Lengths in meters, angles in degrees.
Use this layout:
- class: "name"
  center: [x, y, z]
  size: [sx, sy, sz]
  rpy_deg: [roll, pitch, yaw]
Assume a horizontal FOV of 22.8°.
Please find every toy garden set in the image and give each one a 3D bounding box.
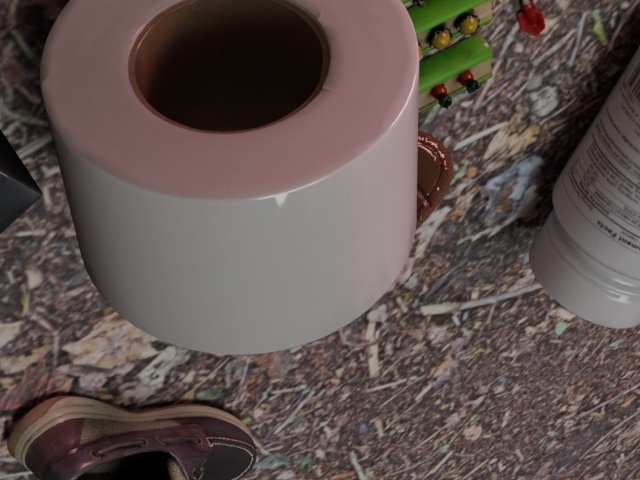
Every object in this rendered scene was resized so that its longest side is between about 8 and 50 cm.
- class: "toy garden set"
  center: [0.134, -0.203, 1.257]
  size: [0.204, 0.049, 0.244]
  rpy_deg: [-27, 146, -14]

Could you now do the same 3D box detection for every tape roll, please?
- class: "tape roll"
  center: [-0.055, -0.067, 1.075]
  size: [0.246, 0.246, 0.169]
  rpy_deg: [-25, 144, -17]

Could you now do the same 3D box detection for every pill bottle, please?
- class: "pill bottle"
  center: [0.319, -0.062, 1.499]
  size: [0.160, 0.160, 0.283]
  rpy_deg: [-5, 136, -39]

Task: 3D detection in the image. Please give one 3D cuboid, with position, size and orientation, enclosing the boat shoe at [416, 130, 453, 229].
- class: "boat shoe"
  center: [-0.005, -0.007, 1.359]
  size: [0.257, 0.095, 0.095]
  rpy_deg: [-33, -179, -10]

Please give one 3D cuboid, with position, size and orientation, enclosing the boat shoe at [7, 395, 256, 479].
- class: "boat shoe"
  center: [-0.157, 0.207, 1.455]
  size: [0.103, 0.092, 0.285]
  rpy_deg: [-49, 145, 18]

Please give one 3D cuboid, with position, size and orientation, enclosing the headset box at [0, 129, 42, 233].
- class: "headset box"
  center: [-0.343, -0.028, 0.943]
  size: [0.283, 0.131, 0.246]
  rpy_deg: [-41, 152, 8]
